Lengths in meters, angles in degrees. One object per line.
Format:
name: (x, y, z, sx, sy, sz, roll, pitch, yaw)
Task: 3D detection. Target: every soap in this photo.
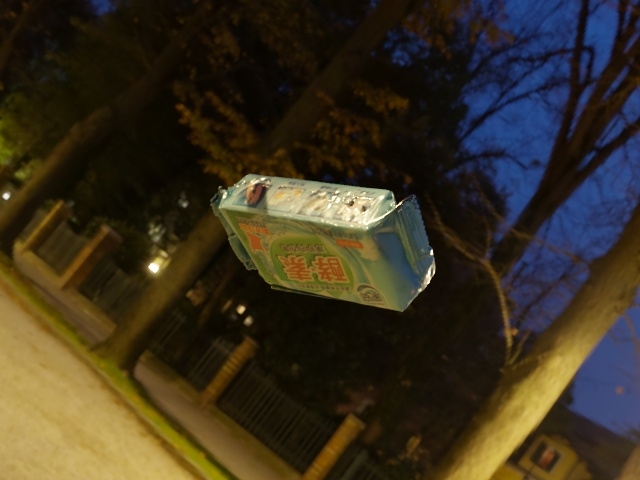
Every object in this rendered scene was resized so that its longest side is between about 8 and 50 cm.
soap: (0.000, 0.000, 1.137, 0.293, 0.077, 0.156, 8, -40, 38)
